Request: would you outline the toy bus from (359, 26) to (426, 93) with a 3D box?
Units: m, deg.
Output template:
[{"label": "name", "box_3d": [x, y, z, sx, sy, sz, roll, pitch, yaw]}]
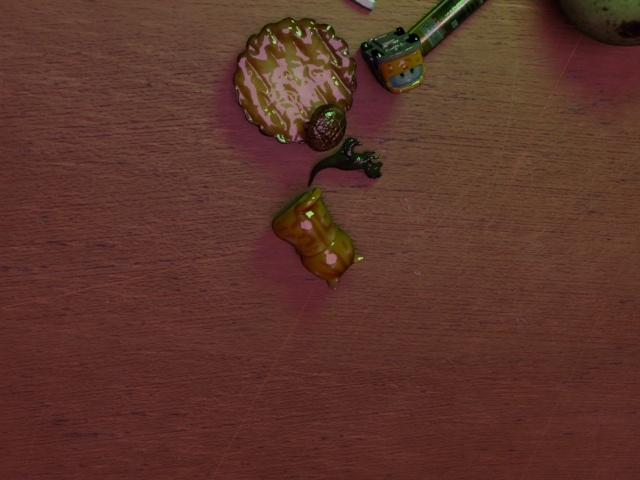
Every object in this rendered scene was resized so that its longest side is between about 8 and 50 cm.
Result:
[{"label": "toy bus", "box_3d": [0.191, -0.455, 1.613, 0.126, 0.209, 0.136, -23, 119, 0]}]

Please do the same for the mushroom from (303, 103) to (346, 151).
[{"label": "mushroom", "box_3d": [0.013, -0.286, 1.603, 0.109, 0.085, 0.126, 7, 116, -9]}]

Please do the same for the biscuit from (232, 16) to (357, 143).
[{"label": "biscuit", "box_3d": [-0.064, -0.415, 1.646, 0.326, 0.107, 0.325, -1, 105, -5]}]

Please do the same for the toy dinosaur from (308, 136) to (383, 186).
[{"label": "toy dinosaur", "box_3d": [0.080, -0.188, 1.741, 0.187, 0.087, 0.179, 25, 102, -12]}]

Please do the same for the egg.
[{"label": "egg", "box_3d": [0.738, -0.684, 1.529, 0.345, 0.345, 0.428, -36, 95, 5]}]

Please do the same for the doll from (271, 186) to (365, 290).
[{"label": "doll", "box_3d": [-0.012, -0.011, 1.752, 0.167, 0.162, 0.269, -42, 118, -8]}]

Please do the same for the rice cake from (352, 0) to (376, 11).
[{"label": "rice cake", "box_3d": [0.067, -0.655, 1.624, 0.180, 0.030, 0.042, 28, 99, -15]}]

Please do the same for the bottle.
[{"label": "bottle", "box_3d": [0.356, -0.608, 1.644, 0.286, 0.082, 0.082, -41, 107, 7]}]
